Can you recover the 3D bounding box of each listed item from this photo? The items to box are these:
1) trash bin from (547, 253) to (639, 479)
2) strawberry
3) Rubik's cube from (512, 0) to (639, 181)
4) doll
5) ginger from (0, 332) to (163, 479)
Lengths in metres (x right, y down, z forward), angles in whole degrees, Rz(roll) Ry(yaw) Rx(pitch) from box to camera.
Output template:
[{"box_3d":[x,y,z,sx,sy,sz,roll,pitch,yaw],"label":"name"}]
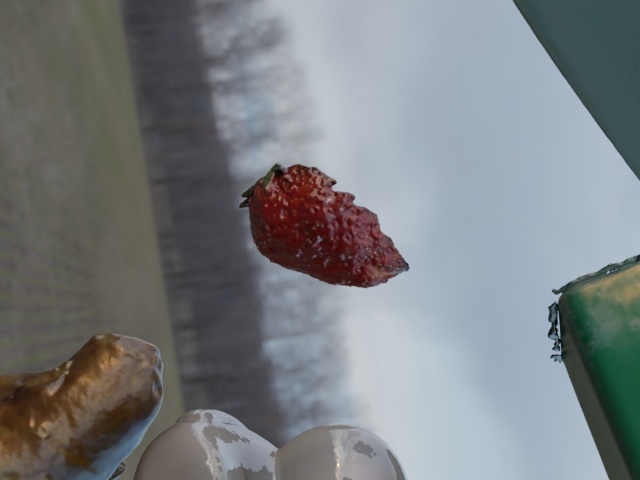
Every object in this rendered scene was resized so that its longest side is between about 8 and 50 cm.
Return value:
[{"box_3d":[0.394,0.202,1.986,0.295,0.259,0.381,74,-7,-61],"label":"trash bin"},{"box_3d":[0.000,0.000,1.947,0.082,0.187,0.146,-58,168,-21],"label":"strawberry"},{"box_3d":[0.296,-0.204,0.904,0.347,0.351,0.352,50,36,-17],"label":"Rubik's cube"},{"box_3d":[-0.035,0.233,1.670,0.251,0.221,0.221,33,38,-51],"label":"doll"},{"box_3d":[-0.294,0.193,1.801,0.165,0.321,0.172,-126,-157,-51],"label":"ginger"}]
